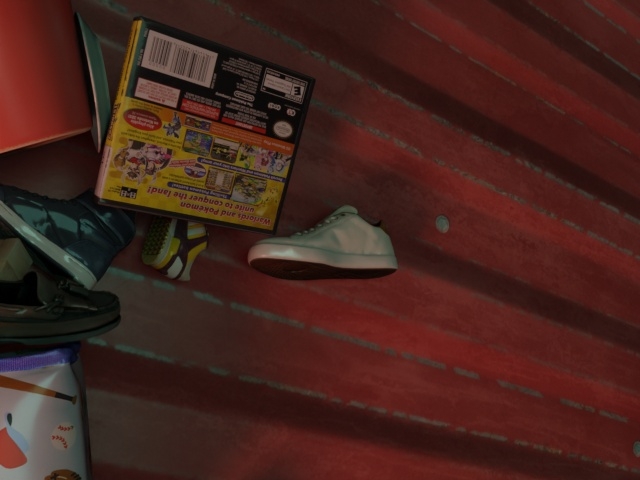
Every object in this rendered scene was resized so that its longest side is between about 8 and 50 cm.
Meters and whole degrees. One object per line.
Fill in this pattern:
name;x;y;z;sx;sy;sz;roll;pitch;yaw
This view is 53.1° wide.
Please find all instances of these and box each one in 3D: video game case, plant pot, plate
video game case;-0.156;-0.148;0.908;0.275;0.035;0.248;11;97;-34
plant pot;-0.417;-0.226;0.786;0.275;0.275;0.243;-24;105;-31
plate;-0.309;-0.215;0.877;0.024;0.188;0.188;-10;87;-21

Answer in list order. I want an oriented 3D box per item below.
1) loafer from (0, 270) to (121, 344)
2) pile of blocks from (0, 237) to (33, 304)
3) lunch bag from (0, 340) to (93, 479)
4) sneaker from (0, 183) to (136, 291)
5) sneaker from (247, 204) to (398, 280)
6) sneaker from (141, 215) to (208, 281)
loafer;-0.348;0.073;0.743;0.268;0.096;0.084;-2;107;-50
pile of blocks;-0.516;-0.018;0.781;0.362;0.149;0.112;41;34;-26
lunch bag;-0.451;0.293;0.691;0.386;0.239;0.327;-4;83;-18
sneaker;-0.362;-0.052;0.882;0.226;0.086;0.163;42;59;-13
sneaker;0.000;0.000;1.086;0.290;0.106;0.122;4;70;-38
sneaker;-0.205;-0.028;0.987;0.084;0.070;0.185;40;61;-41
